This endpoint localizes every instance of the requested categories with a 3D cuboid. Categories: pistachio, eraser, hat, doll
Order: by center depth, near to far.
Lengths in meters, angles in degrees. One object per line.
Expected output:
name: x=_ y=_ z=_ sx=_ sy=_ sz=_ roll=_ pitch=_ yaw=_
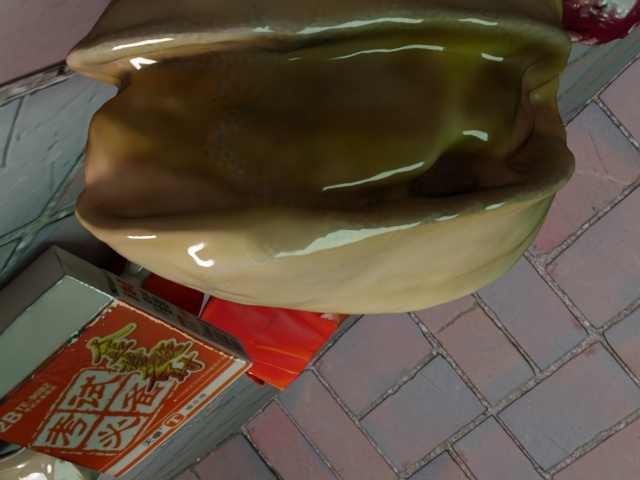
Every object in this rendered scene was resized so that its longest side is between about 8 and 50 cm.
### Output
pistachio: x=0.015 y=-0.070 z=0.706 sx=0.238 sy=0.229 sz=0.321 roll=-3 pitch=-173 yaw=36
eraser: x=-0.177 y=0.101 z=1.045 sx=0.157 sy=0.038 sz=0.230 roll=-41 pitch=142 yaw=13
doll: x=-0.134 y=0.036 z=1.134 sx=0.217 sy=0.085 sz=0.183 roll=-62 pitch=165 yaw=24
hat: x=-0.284 y=0.236 z=1.443 sx=0.166 sy=0.144 sz=0.173 roll=-41 pitch=-165 yaw=-6

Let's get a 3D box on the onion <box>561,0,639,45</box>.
onion: x=0.202 y=-0.221 z=1.090 sx=0.195 sy=0.140 sz=0.218 roll=-42 pitch=180 yaw=-41

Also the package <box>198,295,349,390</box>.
package: x=0.000 y=0.001 z=1.227 sx=0.196 sy=0.123 sz=0.423 roll=-60 pitch=-177 yaw=-21
